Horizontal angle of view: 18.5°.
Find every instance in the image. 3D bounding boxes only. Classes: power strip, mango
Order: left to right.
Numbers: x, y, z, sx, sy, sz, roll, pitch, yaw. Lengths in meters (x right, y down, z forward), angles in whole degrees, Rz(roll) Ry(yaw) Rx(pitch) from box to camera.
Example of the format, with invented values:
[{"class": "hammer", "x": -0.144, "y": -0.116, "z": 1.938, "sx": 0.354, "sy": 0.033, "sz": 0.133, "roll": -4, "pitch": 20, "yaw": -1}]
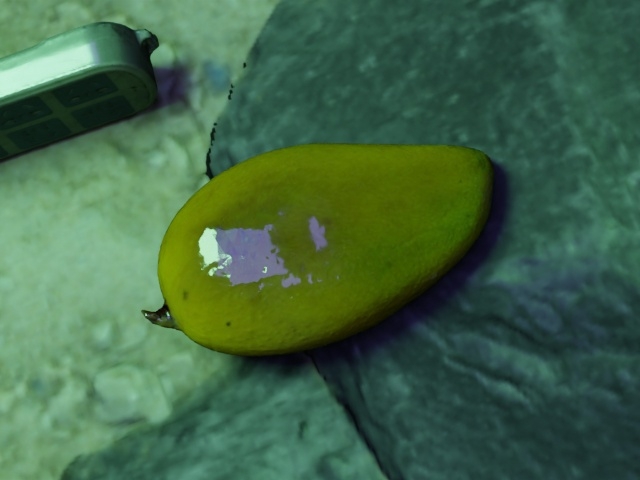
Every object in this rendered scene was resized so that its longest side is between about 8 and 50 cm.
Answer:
[{"class": "power strip", "x": -0.187, "y": -0.057, "z": 0.999, "sx": 0.227, "sy": 0.080, "sz": 0.029, "roll": -19, "pitch": 76, "yaw": 5}, {"class": "mango", "x": 0.000, "y": 0.000, "z": 0.959, "sx": 0.187, "sy": 0.066, "sz": 0.101, "roll": -17, "pitch": 72, "yaw": -4}]
